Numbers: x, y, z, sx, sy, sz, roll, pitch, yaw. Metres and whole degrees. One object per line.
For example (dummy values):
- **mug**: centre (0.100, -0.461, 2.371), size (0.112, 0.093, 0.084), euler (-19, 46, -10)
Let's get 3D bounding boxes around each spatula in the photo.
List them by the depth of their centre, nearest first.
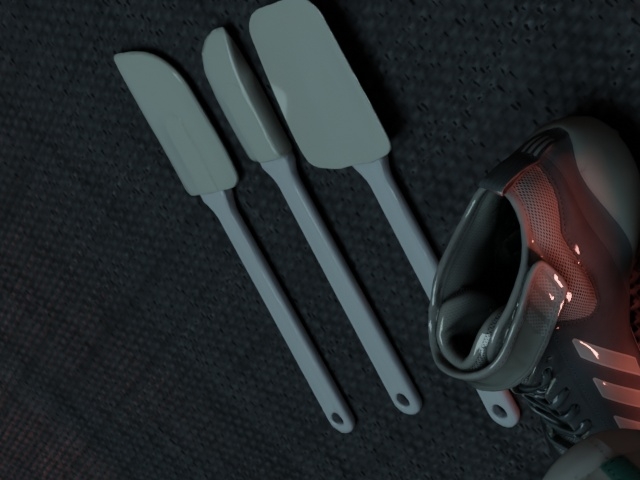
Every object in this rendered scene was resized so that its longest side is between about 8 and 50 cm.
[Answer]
- **spatula**: centre (0.000, 0.000, 0.721), size (0.168, 0.019, 0.242), euler (-9, 115, 47)

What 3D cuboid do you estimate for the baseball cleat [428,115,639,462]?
- **baseball cleat**: centre (0.092, 0.052, 0.603), size (0.072, 0.109, 0.206), euler (18, 131, 47)

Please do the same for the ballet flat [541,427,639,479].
- **ballet flat**: centre (0.162, 0.209, 0.651), size (0.139, 0.139, 0.400), euler (22, 150, 29)
